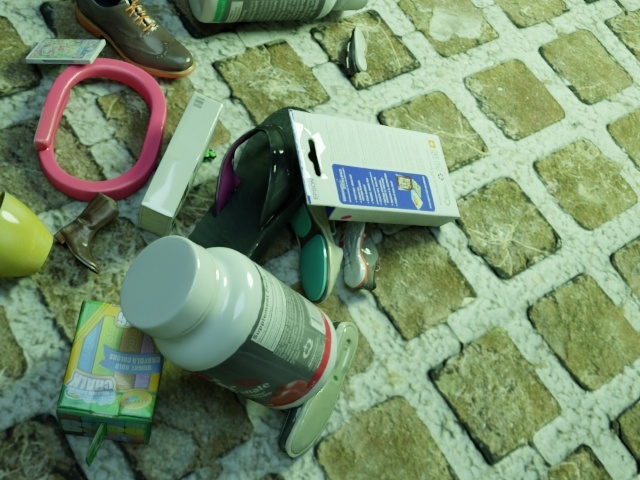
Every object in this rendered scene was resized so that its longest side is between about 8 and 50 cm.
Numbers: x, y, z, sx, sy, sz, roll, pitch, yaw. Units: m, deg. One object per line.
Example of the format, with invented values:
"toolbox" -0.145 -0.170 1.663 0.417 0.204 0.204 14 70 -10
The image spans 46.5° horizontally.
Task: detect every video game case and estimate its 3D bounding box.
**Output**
"video game case" -0.469 -0.350 1.375 0.122 0.011 0.087 2 39 4

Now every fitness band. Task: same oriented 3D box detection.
"fitness band" -0.388 -0.200 1.331 0.209 0.054 0.291 13 60 -12

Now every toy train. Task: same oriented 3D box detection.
"toy train" -0.233 -0.157 1.370 0.083 0.017 0.023 -6 53 -19

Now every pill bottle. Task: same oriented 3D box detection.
"pill bottle" -0.125 0.117 1.058 0.318 0.176 0.176 40 42 -48
"pill bottle" -0.083 -0.556 1.528 0.361 0.204 0.204 -8 64 -21

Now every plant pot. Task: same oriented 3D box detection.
"plant pot" -0.476 0.004 1.155 0.095 0.134 0.134 29 54 -29

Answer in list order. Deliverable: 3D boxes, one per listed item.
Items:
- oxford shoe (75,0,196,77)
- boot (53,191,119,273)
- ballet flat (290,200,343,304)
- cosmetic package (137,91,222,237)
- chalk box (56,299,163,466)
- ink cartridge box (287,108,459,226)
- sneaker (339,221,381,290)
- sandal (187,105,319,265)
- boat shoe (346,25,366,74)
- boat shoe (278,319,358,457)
"oxford shoe" -0.357 -0.407 1.425 0.271 0.098 0.097 31 58 2
"boot" -0.364 -0.015 1.224 0.106 0.037 0.114 42 73 11
"ballet flat" 0.000 0.000 1.319 0.086 0.086 0.248 -4 62 -18
"cosmetic package" -0.241 -0.131 1.290 0.060 0.099 0.239 23 64 -9
"chalk box" -0.298 0.214 1.074 0.132 0.132 0.213 10 60 -11
"ink cartridge box" 0.091 -0.122 1.332 0.371 0.069 0.175 4 67 -41
"sneaker" 0.077 0.023 1.347 0.065 0.061 0.158 26 54 -34
"sandal" -0.115 -0.090 1.280 0.168 0.107 0.445 9 55 24
"boat shoe" 0.073 -0.404 1.586 0.046 0.038 0.125 35 44 -49
"boat shoe" -0.015 0.233 1.193 0.079 0.084 0.233 8 60 31
